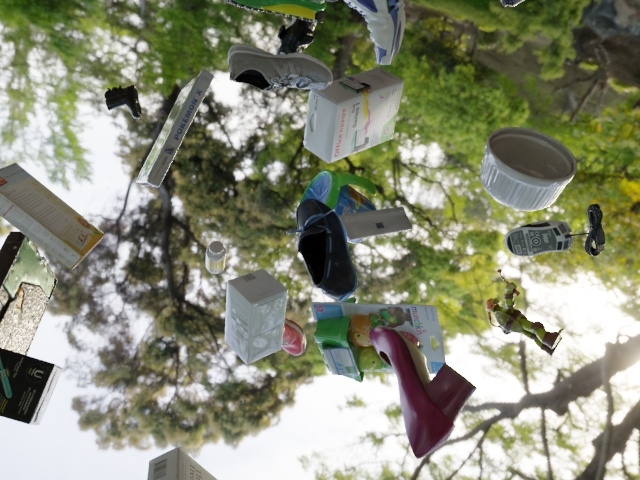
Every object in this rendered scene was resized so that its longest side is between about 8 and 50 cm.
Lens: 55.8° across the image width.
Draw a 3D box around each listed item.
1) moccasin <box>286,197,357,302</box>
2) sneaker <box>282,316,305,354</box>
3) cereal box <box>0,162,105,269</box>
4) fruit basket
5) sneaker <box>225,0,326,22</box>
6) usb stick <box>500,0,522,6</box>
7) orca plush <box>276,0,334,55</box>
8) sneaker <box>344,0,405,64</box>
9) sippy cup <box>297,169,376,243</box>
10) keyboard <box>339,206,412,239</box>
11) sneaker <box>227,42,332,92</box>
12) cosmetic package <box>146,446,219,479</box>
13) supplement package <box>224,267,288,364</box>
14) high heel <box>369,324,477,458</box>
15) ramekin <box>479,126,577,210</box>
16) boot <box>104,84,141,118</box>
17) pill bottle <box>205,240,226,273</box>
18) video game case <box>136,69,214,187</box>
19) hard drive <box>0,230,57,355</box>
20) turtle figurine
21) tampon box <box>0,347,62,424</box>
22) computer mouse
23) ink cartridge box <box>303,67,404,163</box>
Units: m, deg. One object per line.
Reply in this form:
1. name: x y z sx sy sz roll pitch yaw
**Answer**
1. moccasin: 0.000 0.000 1.556 0.117 0.137 0.342 24 -153 -38
2. sneaker: -0.164 0.322 2.144 0.116 0.314 0.136 -10 -144 31
3. cereal box: -0.570 -0.053 1.239 0.240 0.047 0.173 41 -171 -13
4. fruit basket: 0.168 0.293 1.713 0.353 0.327 0.165 4 -134 22
5. sneaker: -0.147 -0.666 1.556 0.344 0.146 0.134 4 -157 -18
6. usb stick: 0.479 -0.564 1.194 0.077 0.278 0.045 61 -166 -2
7. orca plush: -0.038 -0.696 2.030 0.102 0.287 0.151 47 -171 28
8. sneaker: 0.167 -0.727 1.894 0.182 0.315 0.127 12 -141 17
9. sippy cup: 0.068 -0.103 2.154 0.224 0.240 0.305 25 171 -25
10. keyboard: 0.154 -0.048 1.619 0.256 0.014 0.072 -10 -104 -42
11. sneaker: -0.109 -0.425 1.587 0.281 0.105 0.115 7 -119 -5
12. cosmetic package: -0.282 0.707 1.367 0.284 0.097 0.377 58 -169 -35
13. supplement package: -0.202 0.234 1.863 0.139 0.244 0.134 -18 -139 -37
14. high heel: 0.166 0.308 1.311 0.127 0.181 0.377 42 173 -21
15. ramekin: 0.470 -0.161 1.397 0.207 0.109 0.207 6 -136 -6
16. boot: -0.614 -0.424 1.877 0.099 0.121 0.045 -13 171 2
17. pill bottle: -0.226 0.035 1.306 0.043 0.083 0.043 5 -122 -8
18. video game case: -0.384 -0.277 1.559 0.036 0.300 0.329 27 175 -22
19. hard drive: -0.852 0.173 1.677 0.064 0.237 0.339 1 -131 4
20. turtle figurine: 0.496 0.196 1.519 0.217 0.269 0.087 33 -117 30
21. tampon box: -0.612 0.280 1.181 0.161 0.120 0.101 19 159 -7
22. computer mouse: 0.474 -0.013 1.231 0.193 0.106 0.042 -6 -157 30
23. ink cartridge box: 0.098 -0.371 1.789 0.278 0.201 0.117 -26 -129 -34
